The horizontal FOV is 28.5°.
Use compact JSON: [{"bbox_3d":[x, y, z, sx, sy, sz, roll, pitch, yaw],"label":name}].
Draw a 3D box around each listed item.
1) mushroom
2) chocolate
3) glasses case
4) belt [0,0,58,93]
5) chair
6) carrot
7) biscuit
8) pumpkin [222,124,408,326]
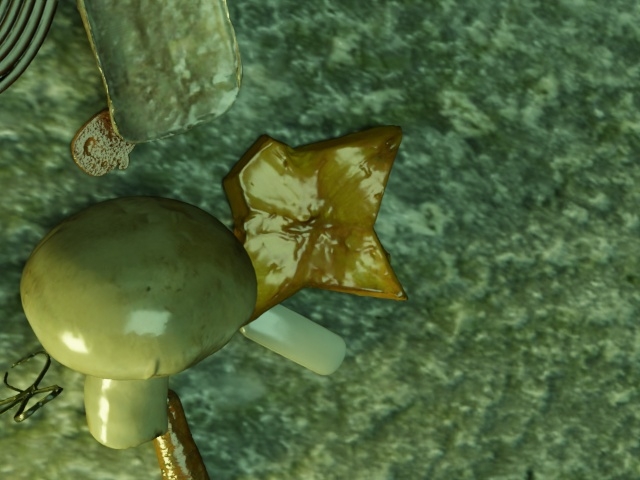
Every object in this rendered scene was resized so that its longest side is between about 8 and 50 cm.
[{"bbox_3d":[-0.218,0.102,1.550,0.293,0.292,0.290,-12,120,-20],"label":"mushroom"},{"bbox_3d":[-0.212,-0.281,1.572,0.185,0.100,0.303,-21,110,-23],"label":"chocolate"},{"bbox_3d":[-0.038,0.131,1.735,0.164,0.041,0.063,28,84,-21],"label":"glasses case"},{"bbox_3d":[-0.416,-0.320,1.475,0.217,0.122,0.338,10,94,-24],"label":"belt"},{"bbox_3d":[-0.495,0.178,1.505,0.326,0.160,0.170,-29,108,-11],"label":"chair"},{"bbox_3d":[-0.194,0.282,1.689,0.060,0.060,0.186,-22,104,-17],"label":"carrot"},{"bbox_3d":[-0.274,-0.123,1.618,0.091,0.015,0.078,-43,112,-10],"label":"biscuit"},{"bbox_3d":[-0.019,-0.018,1.690,0.290,0.095,0.258,-6,91,-22],"label":"pumpkin"}]
